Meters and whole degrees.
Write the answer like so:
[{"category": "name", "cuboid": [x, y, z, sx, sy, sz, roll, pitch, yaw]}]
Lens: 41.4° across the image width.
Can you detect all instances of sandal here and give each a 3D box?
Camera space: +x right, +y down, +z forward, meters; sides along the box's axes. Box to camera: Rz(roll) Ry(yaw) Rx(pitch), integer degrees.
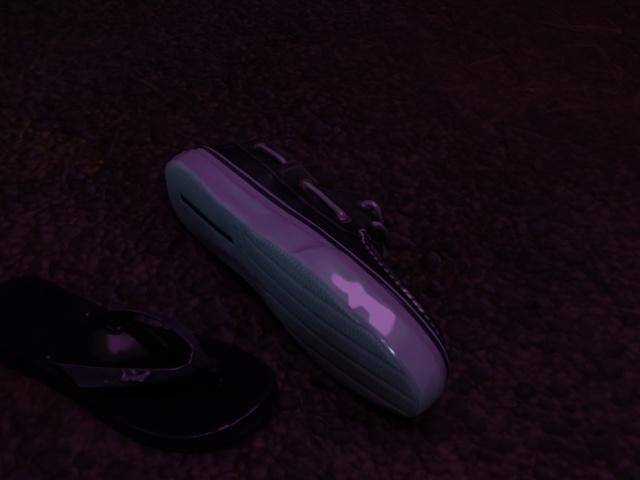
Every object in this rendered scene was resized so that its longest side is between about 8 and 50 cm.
[{"category": "sandal", "cuboid": [-0.156, 0.087, 0.643, 0.255, 0.054, 0.097, 16, 46, 12]}]

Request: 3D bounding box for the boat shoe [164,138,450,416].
[{"category": "boat shoe", "cuboid": [0.000, 0.000, 0.694, 0.119, 0.121, 0.335, -30, 52, -24]}]
